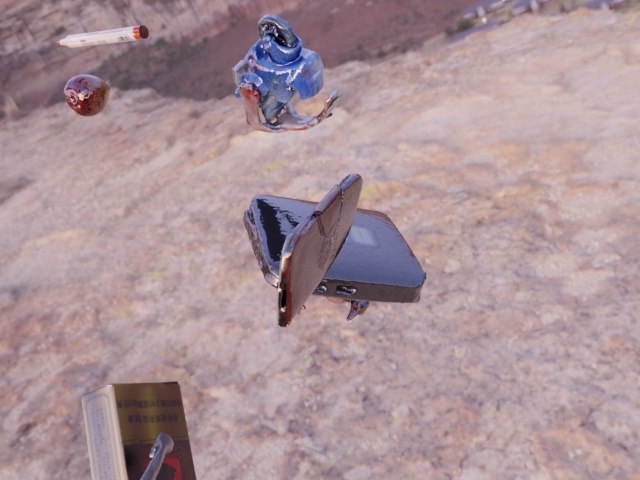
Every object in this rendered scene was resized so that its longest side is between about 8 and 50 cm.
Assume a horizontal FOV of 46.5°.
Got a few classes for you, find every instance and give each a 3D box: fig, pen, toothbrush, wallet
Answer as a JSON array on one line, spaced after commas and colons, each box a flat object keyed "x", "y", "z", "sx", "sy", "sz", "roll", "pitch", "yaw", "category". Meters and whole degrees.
[{"x": -0.466, "y": -0.308, "z": 1.545, "sx": 0.089, "sy": 0.088, "sz": 0.125, "roll": -7, "pitch": 21, "yaw": 37, "category": "fig"}, {"x": -0.399, "y": -0.367, "z": 1.347, "sx": 0.218, "sy": 0.026, "sz": 0.026, "roll": 3, "pitch": 35, "yaw": 30, "category": "pen"}, {"x": -0.222, "y": 0.311, "z": 0.938, "sx": 0.030, "sy": 0.030, "sz": 0.297, "roll": -53, "pitch": 6, "yaw": 4, "category": "toothbrush"}, {"x": 0.000, "y": 0.000, "z": 1.028, "sx": 0.031, "sy": 0.137, "sz": 0.255, "roll": 18, "pitch": 33, "yaw": 13, "category": "wallet"}]

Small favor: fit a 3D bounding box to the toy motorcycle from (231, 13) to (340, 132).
[{"x": -0.072, "y": -0.374, "z": 1.707, "sx": 0.319, "sy": 0.241, "sz": 0.181, "roll": 146, "pitch": 139, "yaw": -65, "category": "toy motorcycle"}]

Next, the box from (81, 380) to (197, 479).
[{"x": -0.267, "y": 0.339, "z": 1.133, "sx": 0.071, "sy": 0.240, "sz": 0.159, "roll": -23, "pitch": -21, "yaw": 25, "category": "box"}]

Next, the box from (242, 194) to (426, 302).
[{"x": 0.023, "y": 0.016, "z": 1.603, "sx": 0.351, "sy": 0.090, "sz": 0.359, "roll": 6, "pitch": 26, "yaw": -18, "category": "box"}]

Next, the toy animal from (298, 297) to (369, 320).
[{"x": -0.011, "y": 0.096, "z": 1.892, "sx": 0.185, "sy": 0.122, "sz": 0.298, "roll": -28, "pitch": 54, "yaw": -31, "category": "toy animal"}]
